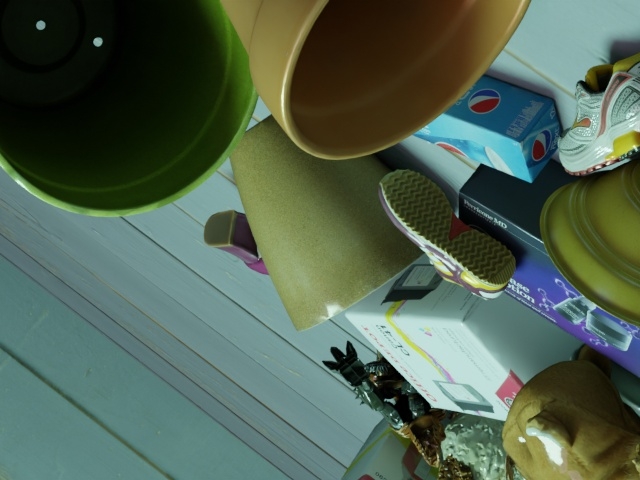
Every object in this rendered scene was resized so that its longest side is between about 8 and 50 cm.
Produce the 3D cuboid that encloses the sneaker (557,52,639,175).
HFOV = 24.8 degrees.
[{"bbox_3d":[0.286,-0.124,1.401,0.093,0.088,0.225,67,165,3],"label":"sneaker"}]

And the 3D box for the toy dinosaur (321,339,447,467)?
[{"bbox_3d":[0.142,0.233,2.278,0.322,0.164,0.218,30,158,55],"label":"toy dinosaur"}]

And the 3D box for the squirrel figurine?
[{"bbox_3d":[0.409,0.291,1.729,0.370,0.281,0.397,55,143,-4],"label":"squirrel figurine"}]

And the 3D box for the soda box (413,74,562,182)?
[{"bbox_3d":[0.157,-0.140,1.593,0.210,0.067,0.071,26,157,35],"label":"soda box"}]

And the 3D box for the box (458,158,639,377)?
[{"bbox_3d":[0.289,0.019,1.660,0.261,0.103,0.184,33,157,20],"label":"box"}]

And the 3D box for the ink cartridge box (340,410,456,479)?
[{"bbox_3d":[0.170,0.449,2.391,0.279,0.385,0.160,40,125,0],"label":"ink cartridge box"}]

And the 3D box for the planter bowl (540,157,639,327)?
[{"bbox_3d":[0.330,-0.017,1.416,0.217,0.217,0.090,34,133,15],"label":"planter bowl"}]

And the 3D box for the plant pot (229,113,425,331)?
[{"bbox_3d":[-0.004,-0.051,1.898,0.254,0.237,0.237,55,159,-3],"label":"plant pot"}]

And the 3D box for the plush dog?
[{"bbox_3d":[0.289,0.357,2.287,0.225,0.262,0.211,31,128,-4],"label":"plush dog"}]

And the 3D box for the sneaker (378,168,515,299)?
[{"bbox_3d":[0.134,0.000,1.649,0.185,0.069,0.084,43,158,11],"label":"sneaker"}]

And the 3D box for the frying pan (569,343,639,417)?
[{"bbox_3d":[0.409,0.149,1.793,0.197,0.053,0.326,28,145,20],"label":"frying pan"}]

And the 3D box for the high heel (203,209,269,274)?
[{"bbox_3d":[0.000,0.000,2.202,0.181,0.127,0.377,18,174,-40],"label":"high heel"}]

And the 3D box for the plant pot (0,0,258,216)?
[{"bbox_3d":[-0.311,-0.251,1.847,0.366,0.366,0.353,51,169,-30],"label":"plant pot"}]

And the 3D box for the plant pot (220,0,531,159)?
[{"bbox_3d":[0.027,-0.247,1.319,0.203,0.291,0.291,48,166,28],"label":"plant pot"}]

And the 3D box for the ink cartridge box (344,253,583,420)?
[{"bbox_3d":[0.209,0.134,2.014,0.226,0.131,0.306,47,158,-20],"label":"ink cartridge box"}]
